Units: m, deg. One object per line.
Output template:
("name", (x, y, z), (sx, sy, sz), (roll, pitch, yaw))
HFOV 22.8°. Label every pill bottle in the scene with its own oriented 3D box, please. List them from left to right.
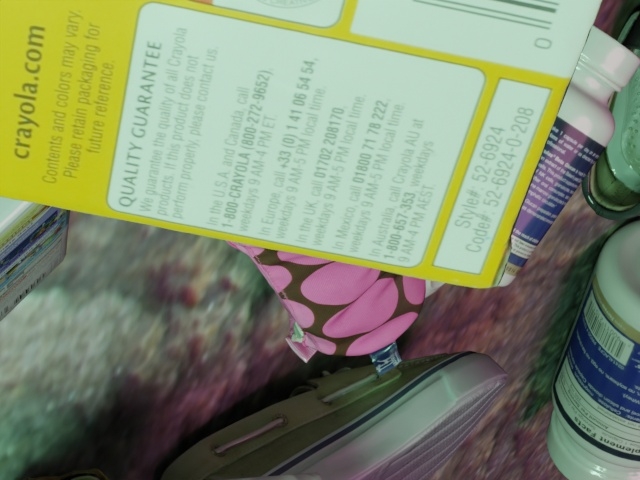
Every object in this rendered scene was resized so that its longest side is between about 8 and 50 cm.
("pill bottle", (0.128, -0.063, 1.015), (0.169, 0.094, 0.094), (-56, 155, 9))
("pill bottle", (0.303, 0.118, 1.495), (0.153, 0.153, 0.265), (-33, 150, -35))

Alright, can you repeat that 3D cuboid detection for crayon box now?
("crayon box", (-0.079, -0.112, 0.447), (0.083, 0.323, 0.203), (-88, -169, -50))

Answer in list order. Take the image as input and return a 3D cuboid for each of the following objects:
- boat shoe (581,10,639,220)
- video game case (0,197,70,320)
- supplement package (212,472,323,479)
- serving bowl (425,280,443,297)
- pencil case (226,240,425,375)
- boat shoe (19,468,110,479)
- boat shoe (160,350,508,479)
("boat shoe", (0.272, -0.131, 1.151), (0.091, 0.114, 0.302), (-39, 153, -38))
("video game case", (-0.182, 0.053, 0.634), (0.212, 0.023, 0.193), (-45, 179, -15))
("supplement package", (-0.098, 0.241, 0.864), (0.203, 0.149, 0.194), (5, 141, -48))
("serving bowl", (0.078, 0.012, 1.111), (0.083, 0.027, 0.083), (-39, 152, -25))
("pencil case", (0.000, 0.000, 0.892), (0.098, 0.095, 0.209), (-34, 152, -2))
("boat shoe", (-0.136, 0.155, 0.907), (0.045, 0.050, 0.135), (-54, 156, 17))
("boat shoe", (0.019, 0.130, 1.086), (0.302, 0.094, 0.109), (-22, 148, -49))
